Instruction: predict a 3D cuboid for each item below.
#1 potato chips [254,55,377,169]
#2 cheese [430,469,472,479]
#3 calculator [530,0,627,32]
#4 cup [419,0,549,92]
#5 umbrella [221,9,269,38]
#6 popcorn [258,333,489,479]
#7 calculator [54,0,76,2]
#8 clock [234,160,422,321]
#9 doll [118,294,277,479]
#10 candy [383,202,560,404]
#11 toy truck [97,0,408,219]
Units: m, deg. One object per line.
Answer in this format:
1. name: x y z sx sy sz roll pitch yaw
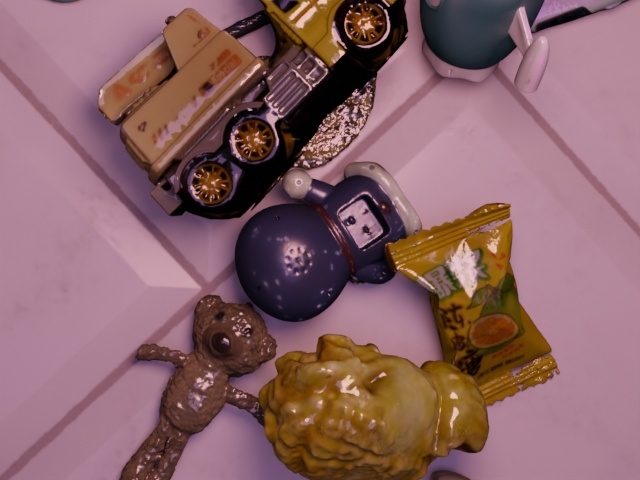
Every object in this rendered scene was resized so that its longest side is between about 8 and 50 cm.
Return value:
1. potato chips: -0.020 -0.207 1.682 0.220 0.029 0.202 -33 94 -1
2. cheese: 0.229 0.390 1.703 0.192 0.037 0.097 22 90 -4
3. calculator: 0.367 -0.399 1.702 0.293 0.051 0.173 -22 91 -5
4. cup: 0.206 -0.306 1.616 0.167 0.173 0.300 -15 55 -23
5. umbrella: -0.128 -0.277 1.671 0.269 0.044 0.044 -24 67 -14
6. popcorn: 0.055 0.236 1.599 0.285 0.225 0.174 11 57 -24
7. calculator: -0.285 -0.492 1.636 0.386 0.054 0.256 -38 93 2
8. clock: 0.000 0.000 1.629 0.243 0.146 0.200 -33 98 -12
9. doll: -0.179 0.208 1.648 0.285 0.091 0.203 -33 82 6
10. candy: 0.208 0.098 1.658 0.187 0.081 0.297 -24 116 -10
11. toy truck: -0.087 -0.217 1.577 0.405 0.180 0.254 -45 91 4
